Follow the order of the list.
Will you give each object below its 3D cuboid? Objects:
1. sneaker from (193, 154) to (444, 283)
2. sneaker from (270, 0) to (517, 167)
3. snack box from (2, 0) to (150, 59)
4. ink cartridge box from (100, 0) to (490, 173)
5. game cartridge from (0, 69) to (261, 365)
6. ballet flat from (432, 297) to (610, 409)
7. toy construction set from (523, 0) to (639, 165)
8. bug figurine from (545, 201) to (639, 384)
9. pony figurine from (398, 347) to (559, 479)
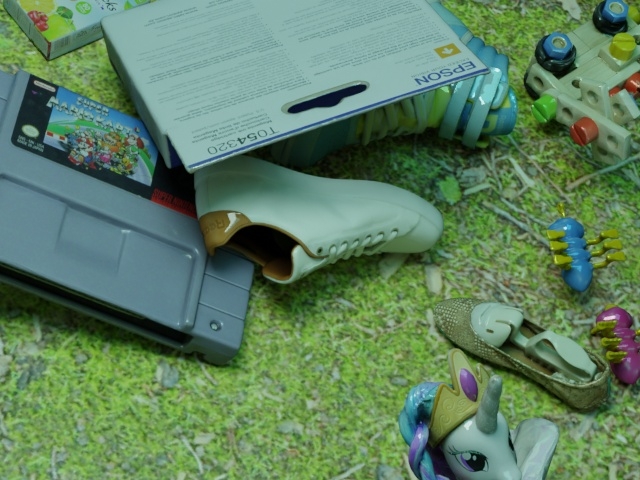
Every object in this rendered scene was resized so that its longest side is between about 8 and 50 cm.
[{"bbox_3d":[0.000,0.000,1.640,0.290,0.106,0.123,10,61,-25],"label":"sneaker"},{"bbox_3d":[0.103,-0.152,1.771,0.208,0.127,0.319,35,56,14],"label":"sneaker"},{"bbox_3d":[-0.285,-0.279,1.823,0.141,0.037,0.100,-28,67,-28],"label":"snack box"},{"bbox_3d":[-0.034,-0.183,1.636,0.324,0.071,0.330,-19,41,-12],"label":"ink cartridge box"},{"bbox_3d":[-0.229,-0.035,1.592,0.355,0.068,0.230,22,56,-19],"label":"game cartridge"},{"bbox_3d":[0.218,0.105,1.651,0.206,0.067,0.073,26,55,6],"label":"ballet flat"},{"bbox_3d":[0.373,-0.184,1.853,0.328,0.151,0.215,-25,64,-39],"label":"toy construction set"},{"bbox_3d":[0.372,0.057,1.718,0.279,0.072,0.216,2,61,-18],"label":"bug figurine"},{"bbox_3d":[0.154,0.283,1.379,0.303,0.351,0.363,-27,84,-24],"label":"pony figurine"}]
